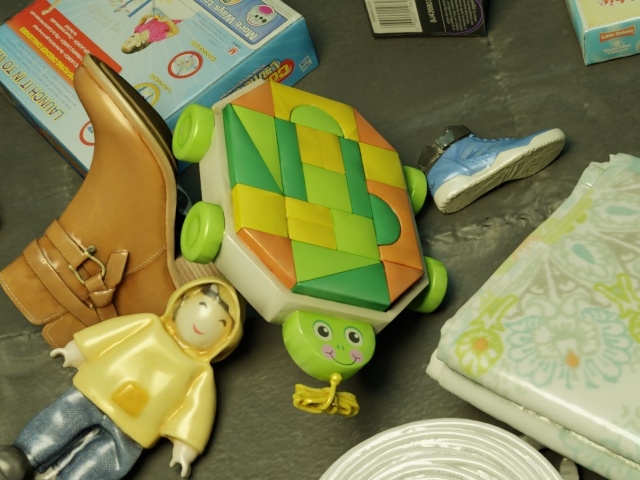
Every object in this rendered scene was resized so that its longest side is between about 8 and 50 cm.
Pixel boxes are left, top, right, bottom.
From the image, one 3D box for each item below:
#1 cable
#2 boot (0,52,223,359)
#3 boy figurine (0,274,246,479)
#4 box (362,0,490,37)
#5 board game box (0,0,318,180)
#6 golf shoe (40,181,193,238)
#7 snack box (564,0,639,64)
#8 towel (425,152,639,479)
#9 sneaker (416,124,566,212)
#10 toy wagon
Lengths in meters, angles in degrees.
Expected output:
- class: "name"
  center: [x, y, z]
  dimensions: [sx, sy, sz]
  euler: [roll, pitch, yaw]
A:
- class: "cable"
  center: [0.101, 0.273, 0.936]
  dimensions: [0.257, 0.089, 0.257]
  euler: [-11, 54, 8]
- class: "boot"
  center: [-0.230, -0.024, 1.140]
  dimensions: [0.220, 0.283, 0.109]
  euler: [-28, 25, 5]
- class: "boy figurine"
  center: [-0.170, 0.146, 1.089]
  dimensions: [0.285, 0.092, 0.177]
  euler: [-41, 82, -9]
- class: "box"
  center: [0.133, -0.392, 1.341]
  dimensions: [0.143, 0.165, 0.270]
  euler: [2, 56, 17]
- class: "board game box"
  center: [-0.216, -0.223, 1.370]
  dimensions: [0.302, 0.086, 0.308]
  euler: [-39, 55, -12]
- class: "golf shoe"
  center: [-0.224, 0.002, 1.224]
  dimensions: [0.198, 0.077, 0.094]
  euler: [-40, 55, -11]
- class: "snack box"
  center: [0.433, -0.314, 1.269]
  dimensions: [0.322, 0.060, 0.187]
  euler: [-12, 54, 8]
- class: "towel"
  center: [0.324, 0.085, 0.972]
  dimensions: [0.374, 0.090, 0.320]
  euler: [25, 53, 32]
- class: "sneaker"
  center: [0.175, -0.098, 1.192]
  dimensions: [0.152, 0.058, 0.084]
  euler: [-29, 62, 3]
- class: "toy wagon"
  center: [0.000, 0.000, 1.068]
  dimensions: [0.267, 0.068, 0.344]
  euler: [13, 48, -28]
